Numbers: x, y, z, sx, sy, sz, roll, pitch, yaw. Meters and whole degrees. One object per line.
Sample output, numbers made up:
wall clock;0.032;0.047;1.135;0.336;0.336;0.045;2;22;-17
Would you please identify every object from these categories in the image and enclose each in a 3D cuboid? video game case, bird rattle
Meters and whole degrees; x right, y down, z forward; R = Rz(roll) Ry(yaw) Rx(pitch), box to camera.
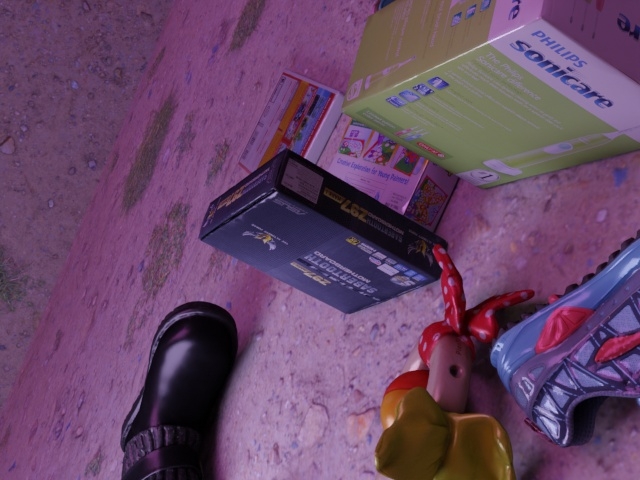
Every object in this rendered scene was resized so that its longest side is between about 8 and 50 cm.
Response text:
video game case;-0.057;-0.189;1.438;0.204;0.025;0.285;-62;27;8
bird rattle;0.102;0.144;0.790;0.207;0.143;0.254;120;160;-51

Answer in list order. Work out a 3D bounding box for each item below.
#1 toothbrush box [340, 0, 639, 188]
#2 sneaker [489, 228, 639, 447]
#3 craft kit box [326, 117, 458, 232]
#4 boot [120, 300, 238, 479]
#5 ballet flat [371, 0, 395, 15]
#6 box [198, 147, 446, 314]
toothbrush box;0.187;-0.162;0.778;0.283;0.206;0.122;-11;59;59
sneaker;0.257;0.072;0.619;0.262;0.104;0.125;-44;57;36
craft kit box;0.111;-0.142;1.068;0.250;0.061;0.247;30;98;63
boot;-0.213;0.291;1.219;0.260;0.131;0.348;-104;34;-60
ballet flat;0.154;-0.257;0.946;0.079;0.221;0.077;153;101;-72
box;0.000;0.000;0.957;0.183;0.232;0.059;-26;41;52
